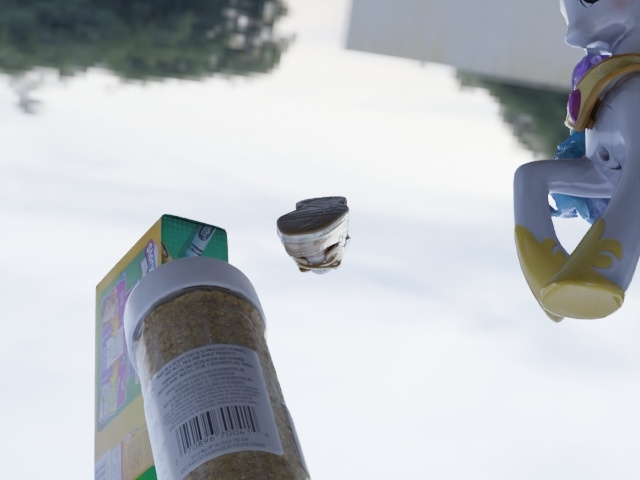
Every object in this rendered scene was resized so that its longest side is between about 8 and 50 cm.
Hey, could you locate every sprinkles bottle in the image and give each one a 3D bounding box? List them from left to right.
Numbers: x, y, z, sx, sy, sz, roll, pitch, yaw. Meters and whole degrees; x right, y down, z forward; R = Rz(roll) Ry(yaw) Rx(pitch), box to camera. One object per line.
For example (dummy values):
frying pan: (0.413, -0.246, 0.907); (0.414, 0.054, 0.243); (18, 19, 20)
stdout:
sprinkles bottle: (-0.079, 0.155, 1.544); (0.121, 0.121, 0.355); (5, -149, -17)

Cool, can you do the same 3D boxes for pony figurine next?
pony figurine: (0.288, -0.065, 1.324); (0.351, 0.303, 0.363); (12, -126, -10)

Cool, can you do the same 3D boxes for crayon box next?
crayon box: (-0.163, 0.134, 1.985); (0.081, 0.278, 0.165); (15, 144, -28)

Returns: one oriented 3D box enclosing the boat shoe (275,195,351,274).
boat shoe: (0.000, 0.000, 1.656); (0.063, 0.059, 0.170); (-6, -172, 9)
